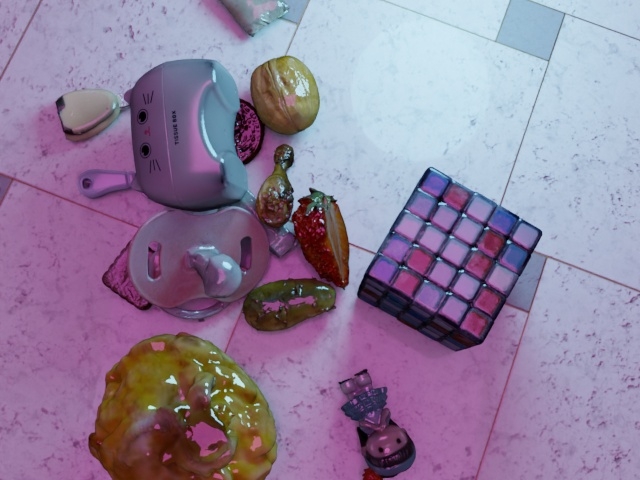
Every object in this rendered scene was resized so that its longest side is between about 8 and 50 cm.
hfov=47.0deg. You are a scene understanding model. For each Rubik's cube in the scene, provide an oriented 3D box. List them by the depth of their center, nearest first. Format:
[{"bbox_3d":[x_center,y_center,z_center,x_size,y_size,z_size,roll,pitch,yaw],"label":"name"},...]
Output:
[{"bbox_3d":[0.274,0.054,1.655,0.291,0.287,0.293,32,79,6],"label":"Rubik's cube"}]

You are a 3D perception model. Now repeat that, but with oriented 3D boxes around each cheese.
[{"bbox_3d":[-0.527,-0.336,1.837,0.251,0.054,0.127,-18,78,-6],"label":"cheese"}]

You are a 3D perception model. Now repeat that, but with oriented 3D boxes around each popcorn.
[{"bbox_3d":[-0.280,0.398,1.551,0.344,0.354,0.390,-50,39,9],"label":"popcorn"}]

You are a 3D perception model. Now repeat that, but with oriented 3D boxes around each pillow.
[{"bbox_3d":[-0.178,-0.622,1.900,0.134,0.078,0.181,-40,84,-7],"label":"pillow"}]

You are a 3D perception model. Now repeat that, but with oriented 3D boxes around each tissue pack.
[{"bbox_3d":[-0.309,-0.233,1.690,0.235,0.229,0.333,-7,83,11],"label":"tissue pack"}]

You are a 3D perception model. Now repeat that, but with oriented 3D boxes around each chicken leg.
[{"bbox_3d":[-0.101,-0.136,1.752,0.087,0.107,0.252,13,47,-6],"label":"chicken leg"}]

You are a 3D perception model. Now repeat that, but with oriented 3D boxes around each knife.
[{"bbox_3d":[-0.424,-0.140,1.801,0.331,0.044,0.080,-3,85,-4],"label":"knife"}]

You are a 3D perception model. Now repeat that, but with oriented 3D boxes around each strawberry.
[{"bbox_3d":[0.006,-0.001,1.752,0.097,0.174,0.228,-12,113,21],"label":"strawberry"}]

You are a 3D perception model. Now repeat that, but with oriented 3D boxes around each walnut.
[{"bbox_3d":[-0.084,-0.353,1.802,0.165,0.165,0.197,-25,80,-7],"label":"walnut"}]

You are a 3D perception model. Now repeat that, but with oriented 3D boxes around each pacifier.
[{"bbox_3d":[-0.262,0.046,1.654,0.331,0.273,0.221,-3,72,-25],"label":"pacifier"}]

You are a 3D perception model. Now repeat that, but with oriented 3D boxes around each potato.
[{"bbox_3d":[-0.073,0.146,1.724,0.225,0.090,0.118,-12,78,-3],"label":"potato"}]

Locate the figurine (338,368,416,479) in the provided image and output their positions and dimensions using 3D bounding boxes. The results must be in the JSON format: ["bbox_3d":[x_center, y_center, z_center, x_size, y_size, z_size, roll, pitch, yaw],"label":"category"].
[{"bbox_3d":[0.117,0.422,1.664,0.137,0.110,0.246,-26,76,2],"label":"figurine"}]

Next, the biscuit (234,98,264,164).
[{"bbox_3d":[-0.233,-0.272,1.834,0.191,0.049,0.192,0,85,-4],"label":"biscuit"}]

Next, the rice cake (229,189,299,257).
[{"bbox_3d":[-0.143,-0.045,1.778,0.206,0.063,0.069,43,83,8],"label":"rice cake"}]

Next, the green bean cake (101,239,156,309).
[{"bbox_3d":[-0.428,0.082,1.745,0.135,0.056,0.135,35,80,6],"label":"green bean cake"}]
